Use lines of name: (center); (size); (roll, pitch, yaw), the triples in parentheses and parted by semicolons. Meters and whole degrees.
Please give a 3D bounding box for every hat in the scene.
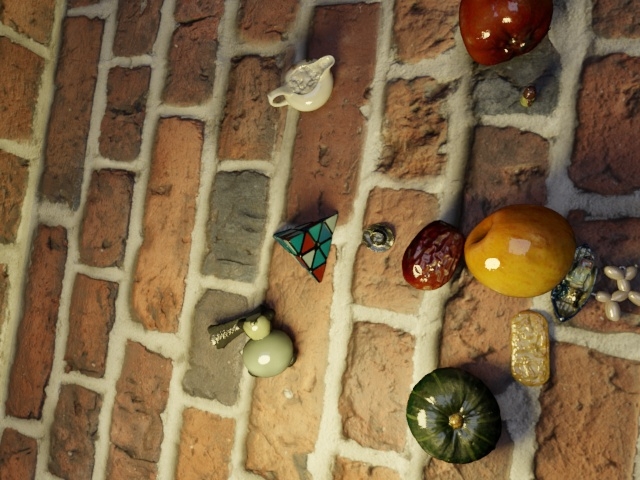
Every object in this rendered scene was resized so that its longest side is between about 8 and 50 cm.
hat: (0.208, -0.011, 1.671); (0.121, 0.050, 0.121); (-1, 86, 21)

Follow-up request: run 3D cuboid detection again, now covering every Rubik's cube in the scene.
Rubik's cube: (0.000, 0.000, 1.729); (0.234, 0.284, 0.250); (-43, 100, -11)

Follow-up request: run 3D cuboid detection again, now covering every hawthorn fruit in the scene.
hawthorn fruit: (0.591, -0.741, 1.490); (0.295, 0.295, 0.311); (-45, 73, 10)

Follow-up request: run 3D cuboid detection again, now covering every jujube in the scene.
jujube: (0.381, 0.055, 1.541); (0.183, 0.183, 0.243); (35, 108, 17)

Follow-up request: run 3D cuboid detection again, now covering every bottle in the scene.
bottle: (0.701, -0.484, 1.517); (0.047, 0.101, 0.063); (-23, 80, 15)

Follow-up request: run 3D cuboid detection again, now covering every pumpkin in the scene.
pumpkin: (0.432, 0.569, 1.477); (0.300, 0.207, 0.300); (-1, 77, 6)

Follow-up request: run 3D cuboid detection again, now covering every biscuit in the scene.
biscuit: (0.692, 0.357, 1.495); (0.118, 0.029, 0.247); (-1, 86, 19)

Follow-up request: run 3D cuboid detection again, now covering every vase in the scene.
vase: (-0.319, 0.336, 1.795); (0.237, 0.115, 0.115); (-28, 78, 10)

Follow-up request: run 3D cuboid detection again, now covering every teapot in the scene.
teapot: (-0.062, -0.602, 1.759); (0.298, 0.139, 0.204); (-33, 79, 13)

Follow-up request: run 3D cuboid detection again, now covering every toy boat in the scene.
toy boat: (0.803, 0.132, 1.430); (0.114, 0.115, 0.262); (20, 92, 19)

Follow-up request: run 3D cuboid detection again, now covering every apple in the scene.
apple: (0.607, 0.026, 1.405); (0.275, 0.299, 0.299); (21, 93, 0)

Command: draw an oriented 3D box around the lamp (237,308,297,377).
lamp: (-0.208, 0.393, 1.699); (0.197, 0.198, 0.244); (-17, 98, 16)

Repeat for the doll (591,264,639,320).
doll: (0.937, 0.152, 1.415); (0.161, 0.059, 0.160); (-33, 78, 14)
